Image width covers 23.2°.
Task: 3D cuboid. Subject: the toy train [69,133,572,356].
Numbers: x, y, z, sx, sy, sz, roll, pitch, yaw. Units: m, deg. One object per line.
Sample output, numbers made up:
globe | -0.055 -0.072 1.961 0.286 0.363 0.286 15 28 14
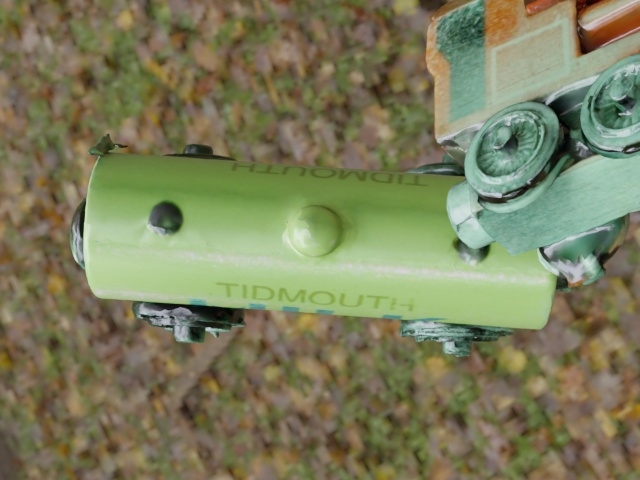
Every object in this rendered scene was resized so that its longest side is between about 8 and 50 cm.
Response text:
toy train | 0.000 0.000 0.739 0.157 0.253 0.105 66 -152 -85

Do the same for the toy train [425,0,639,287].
toy train | 0.120 -0.059 0.562 0.176 0.118 0.074 -24 136 30
